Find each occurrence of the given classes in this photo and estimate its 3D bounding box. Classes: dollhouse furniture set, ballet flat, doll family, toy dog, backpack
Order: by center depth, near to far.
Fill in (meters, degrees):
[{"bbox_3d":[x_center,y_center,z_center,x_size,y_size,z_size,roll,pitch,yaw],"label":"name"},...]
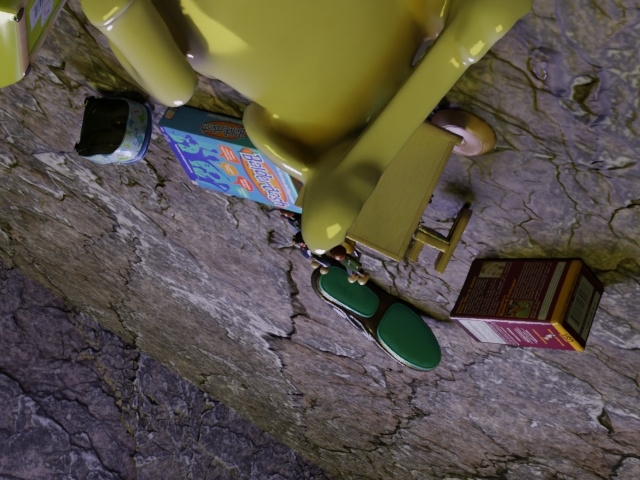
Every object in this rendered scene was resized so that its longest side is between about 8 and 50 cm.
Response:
[{"bbox_3d":[-0.064,-0.261,0.751,0.408,0.395,0.284,35,119,-12],"label":"toy dog"},{"bbox_3d":[0.095,-0.073,1.146,0.212,0.161,0.242,25,-175,4],"label":"dollhouse furniture set"},{"bbox_3d":[-0.310,-0.168,1.383,0.114,0.105,0.084,3,170,42],"label":"backpack"},{"bbox_3d":[0.000,0.000,1.447,0.193,0.076,0.111,13,158,36],"label":"doll family"},{"bbox_3d":[0.099,0.134,1.618,0.280,0.095,0.096,40,165,-7],"label":"ballet flat"}]

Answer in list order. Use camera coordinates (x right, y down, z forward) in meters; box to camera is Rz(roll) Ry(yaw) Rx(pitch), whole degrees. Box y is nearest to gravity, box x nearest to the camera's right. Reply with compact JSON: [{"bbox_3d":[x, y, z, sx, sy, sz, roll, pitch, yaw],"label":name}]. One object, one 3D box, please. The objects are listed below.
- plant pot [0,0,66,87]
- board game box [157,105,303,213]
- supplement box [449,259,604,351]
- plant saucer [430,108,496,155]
[{"bbox_3d":[-0.401,-0.321,1.012,0.207,0.228,0.227,23,157,-8],"label":"plant pot"},{"bbox_3d":[-0.122,-0.122,1.349,0.210,0.047,0.160,15,154,23],"label":"board game box"},{"bbox_3d":[0.294,0.090,1.287,0.188,0.104,0.081,-1,145,48],"label":"supplement box"},{"bbox_3d":[0.169,-0.125,1.077,0.083,0.015,0.083,22,157,10],"label":"plant saucer"}]
